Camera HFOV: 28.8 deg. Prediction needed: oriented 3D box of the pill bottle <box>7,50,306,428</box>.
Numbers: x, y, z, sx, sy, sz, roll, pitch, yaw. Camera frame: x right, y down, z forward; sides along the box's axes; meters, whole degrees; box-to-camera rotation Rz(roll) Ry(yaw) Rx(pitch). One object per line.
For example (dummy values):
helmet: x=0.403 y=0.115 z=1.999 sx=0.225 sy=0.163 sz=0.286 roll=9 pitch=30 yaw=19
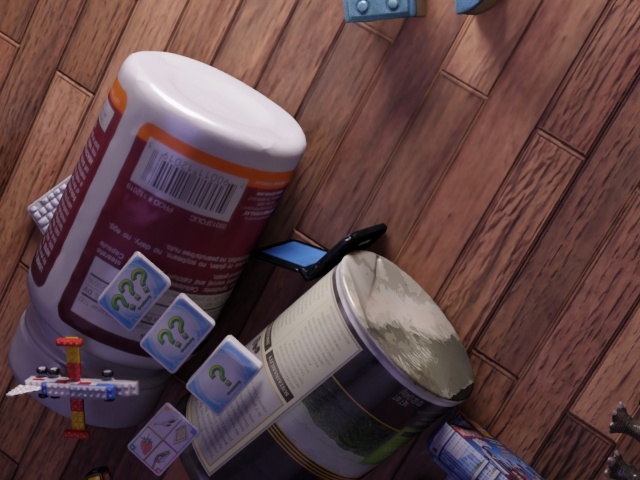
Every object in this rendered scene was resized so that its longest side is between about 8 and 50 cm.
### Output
pill bottle: x=-0.196 y=0.005 z=1.419 sx=0.224 sy=0.224 sz=0.392 roll=34 pitch=110 yaw=15

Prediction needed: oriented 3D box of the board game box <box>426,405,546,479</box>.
board game box: x=0.181 y=0.254 z=1.334 sx=0.194 sy=0.194 sz=0.060 roll=40 pitch=95 yaw=27

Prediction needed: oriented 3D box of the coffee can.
coffee can: x=0.001 y=0.171 z=1.372 sx=0.275 sy=0.201 sz=0.201 roll=-42 pitch=81 yaw=23

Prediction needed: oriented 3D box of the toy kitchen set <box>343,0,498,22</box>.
toy kitchen set: x=0.096 y=-0.336 z=1.296 sx=0.166 sy=0.122 sz=0.207 roll=0 pitch=98 yaw=23

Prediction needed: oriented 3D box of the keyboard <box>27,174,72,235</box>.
keyboard: x=-0.259 y=-0.074 z=1.549 sx=0.256 sy=0.014 sz=0.072 roll=-32 pitch=85 yaw=24

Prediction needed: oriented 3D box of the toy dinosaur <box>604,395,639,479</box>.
toy dinosaur: x=0.380 y=0.239 z=1.267 sx=0.160 sy=0.121 sz=0.313 roll=17 pitch=101 yaw=34

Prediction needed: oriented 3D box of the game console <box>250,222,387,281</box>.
game console: x=0.000 y=0.000 z=1.389 sx=0.107 sy=0.122 sz=0.071 roll=-43 pitch=81 yaw=23

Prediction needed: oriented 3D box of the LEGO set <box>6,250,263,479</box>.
LEGO set: x=-0.206 y=0.160 z=1.317 sx=0.182 sy=0.060 sz=0.244 roll=43 pitch=109 yaw=1
